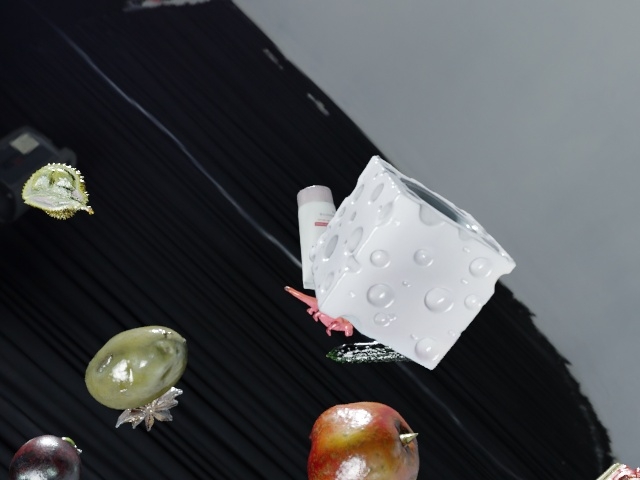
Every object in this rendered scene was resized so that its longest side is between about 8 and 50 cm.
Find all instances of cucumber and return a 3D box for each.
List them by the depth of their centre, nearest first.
[{"bbox_3d":[0.166,0.352,1.902,0.300,0.072,0.072,-4,10,6],"label":"cucumber"}]

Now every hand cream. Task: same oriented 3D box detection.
[{"bbox_3d":[0.000,0.000,1.364,0.133,0.247,0.083,5,-29,-32],"label":"hand cream"}]

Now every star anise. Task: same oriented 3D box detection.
[{"bbox_3d":[-0.501,0.472,1.752,0.065,0.182,0.195,50,123,47],"label":"star anise"}]

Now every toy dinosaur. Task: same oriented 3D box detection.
[{"bbox_3d":[0.025,0.193,1.888,0.139,0.286,0.070,-46,26,-7],"label":"toy dinosaur"}]

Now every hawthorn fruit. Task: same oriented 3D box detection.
[{"bbox_3d":[0.166,0.735,2.086,0.403,0.403,0.403,-46,4,4],"label":"hawthorn fruit"}]

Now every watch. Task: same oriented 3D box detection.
[{"bbox_3d":[0.639,0.556,1.229,0.102,0.268,0.165,-37,38,-8],"label":"watch"}]

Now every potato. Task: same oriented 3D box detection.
[{"bbox_3d":[-0.373,0.258,1.245,0.235,0.160,0.178,-37,3,32],"label":"potato"}]

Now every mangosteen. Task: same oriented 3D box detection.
[{"bbox_3d":[-0.831,0.693,1.853,0.216,0.216,0.216,-46,4,4],"label":"mangosteen"}]

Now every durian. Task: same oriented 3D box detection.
[{"bbox_3d":[-0.690,-0.127,1.642,0.146,0.208,0.102,-62,-12,-6],"label":"durian"}]

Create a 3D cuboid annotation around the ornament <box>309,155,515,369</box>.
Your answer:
[{"bbox_3d":[0.146,0.032,1.076,0.239,0.240,0.239,-56,16,15],"label":"ornament"}]
